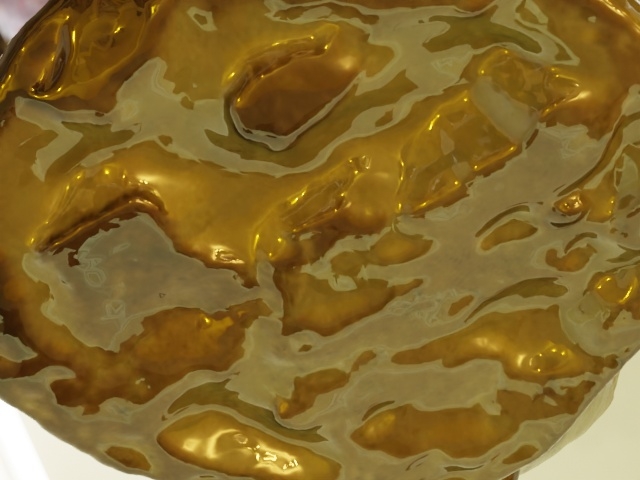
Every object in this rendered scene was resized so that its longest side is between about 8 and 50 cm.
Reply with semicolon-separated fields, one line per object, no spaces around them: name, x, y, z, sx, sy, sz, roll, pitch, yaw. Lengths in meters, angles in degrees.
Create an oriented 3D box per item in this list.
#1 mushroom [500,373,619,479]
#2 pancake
mushroom;0.145;0.115;1.290;0.081;0.100;0.312;19;-165;21
pancake;0.000;0.000;0.706;0.294;0.294;0.049;-25;-147;9
